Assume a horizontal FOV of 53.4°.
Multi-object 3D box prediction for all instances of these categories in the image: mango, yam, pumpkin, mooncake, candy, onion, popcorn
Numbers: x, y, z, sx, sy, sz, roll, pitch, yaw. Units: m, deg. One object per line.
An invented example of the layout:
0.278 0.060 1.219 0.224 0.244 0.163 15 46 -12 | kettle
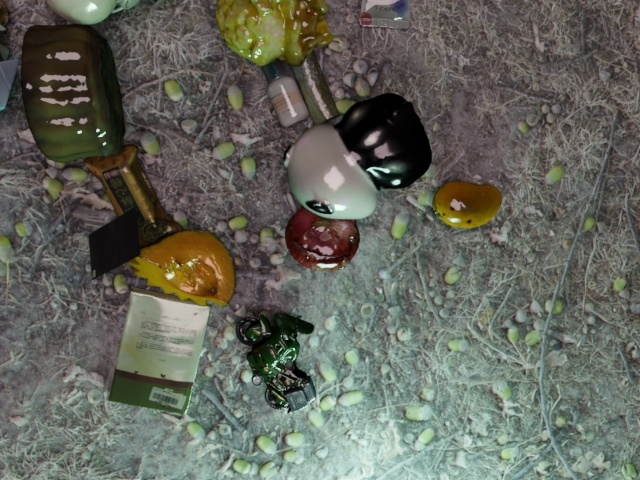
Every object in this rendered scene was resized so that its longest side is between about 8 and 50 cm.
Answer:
0.366 -0.088 1.584 0.178 0.090 0.115 5 90 -16 | mango
-0.015 -0.359 1.504 0.068 0.068 0.169 -23 100 -4 | yam
-0.320 0.053 1.515 0.254 0.130 0.149 28 65 -15 | pumpkin
-0.511 -0.308 1.335 0.161 0.290 0.290 -6 99 -9 | mooncake
-0.424 -0.088 1.473 0.143 0.101 0.271 -19 110 6 | candy
0.000 0.000 1.530 0.184 0.147 0.184 7 61 -13 | onion
-0.100 -0.503 1.387 0.259 0.259 0.212 -10 141 -6 | popcorn

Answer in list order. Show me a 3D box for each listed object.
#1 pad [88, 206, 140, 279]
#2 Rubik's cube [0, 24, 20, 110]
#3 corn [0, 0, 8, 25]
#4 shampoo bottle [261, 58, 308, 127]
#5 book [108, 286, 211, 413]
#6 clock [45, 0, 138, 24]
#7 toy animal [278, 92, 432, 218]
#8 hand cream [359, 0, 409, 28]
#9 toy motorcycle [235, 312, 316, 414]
-0.470 0.009 1.445 0.193 0.004 0.116 -24 69 35 | pad
-0.779 -0.364 1.310 0.212 0.265 0.224 -7 64 30 | Rubik's cube
-0.804 -0.527 1.368 0.253 0.086 0.086 21 95 -8 | corn
-0.094 -0.362 1.488 0.074 0.074 0.192 -24 95 -3 | shampoo bottle
-0.394 0.275 1.564 0.201 0.026 0.290 14 96 -9 | book
-0.479 -0.617 1.293 0.326 0.184 0.342 49 50 -9 | clock
0.072 -0.185 1.455 0.310 0.251 0.251 -32 101 -9 | toy animal
0.161 -0.675 1.484 0.124 0.078 0.341 1 103 -8 | hand cream
-0.084 0.292 1.565 0.187 0.125 0.275 -19 102 5 | toy motorcycle
